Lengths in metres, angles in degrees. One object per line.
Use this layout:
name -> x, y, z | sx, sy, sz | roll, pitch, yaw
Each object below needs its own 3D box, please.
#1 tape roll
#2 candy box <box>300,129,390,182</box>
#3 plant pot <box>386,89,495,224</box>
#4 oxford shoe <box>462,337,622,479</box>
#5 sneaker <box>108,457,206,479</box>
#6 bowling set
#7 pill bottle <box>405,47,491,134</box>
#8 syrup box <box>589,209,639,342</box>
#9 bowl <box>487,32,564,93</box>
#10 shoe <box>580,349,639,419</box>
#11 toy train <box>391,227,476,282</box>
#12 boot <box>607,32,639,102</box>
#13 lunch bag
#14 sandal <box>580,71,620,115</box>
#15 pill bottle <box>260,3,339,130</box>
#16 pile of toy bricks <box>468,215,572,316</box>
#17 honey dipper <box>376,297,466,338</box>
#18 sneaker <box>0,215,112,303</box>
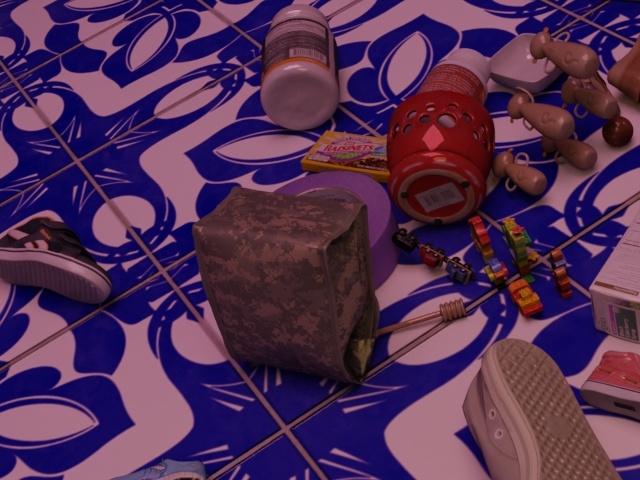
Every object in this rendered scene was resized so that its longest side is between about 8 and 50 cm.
tape roll -> 0.000, 0.000, 1.945 | 0.275, 0.090, 0.275 | -12, 41, 10
candy box -> 0.072, -0.162, 2.147 | 0.206, 0.027, 0.105 | 11, 45, 33
plant pot -> 0.204, -0.138, 1.933 | 0.191, 0.191, 0.174 | -6, 44, 18
oxford shoe -> 0.291, 0.324, 1.422 | 0.169, 0.130, 0.449 | 11, 38, -23
sneaker -> -0.244, 0.365, 1.676 | 0.162, 0.063, 0.073 | -8, 23, 10
bowling set -> 0.430, -0.205, 1.959 | 0.154, 0.200, 0.287 | 40, 111, 52
pill bottle -> 0.244, -0.264, 2.110 | 0.121, 0.121, 0.216 | 8, 48, 31
syrup box -> 0.500, 0.036, 1.676 | 0.096, 0.093, 0.237 | 15, 51, 36
bowl -> 0.411, -0.338, 2.175 | 0.142, 0.053, 0.142 | -42, 43, -23
shoe -> 0.451, 0.204, 1.529 | 0.178, 0.063, 0.081 | 13, 55, 40
toy train -> 0.185, 0.026, 1.847 | 0.158, 0.027, 0.036 | 29, 45, 22
boot -> 0.667, -0.317, 2.036 | 0.207, 0.090, 0.248 | 27, 57, 29
lunch bag -> -0.043, 0.081, 1.729 | 0.235, 0.287, 0.169 | 8, 32, 26
sandal -> 0.503, -0.286, 2.074 | 0.049, 0.072, 0.180 | -35, 40, 18
pill bottle -> -0.043, -0.368, 2.328 | 0.162, 0.162, 0.278 | -13, 39, 10
pile of toy bricks -> 0.314, 0.014, 1.774 | 0.118, 0.105, 0.212 | -23, 39, -2
honey dipper -> 0.152, 0.129, 1.778 | 0.161, 0.030, 0.030 | -18, 39, 7
sneaker -> -0.497, 0.026, 2.109 | 0.321, 0.126, 0.127 | 11, 55, 35
